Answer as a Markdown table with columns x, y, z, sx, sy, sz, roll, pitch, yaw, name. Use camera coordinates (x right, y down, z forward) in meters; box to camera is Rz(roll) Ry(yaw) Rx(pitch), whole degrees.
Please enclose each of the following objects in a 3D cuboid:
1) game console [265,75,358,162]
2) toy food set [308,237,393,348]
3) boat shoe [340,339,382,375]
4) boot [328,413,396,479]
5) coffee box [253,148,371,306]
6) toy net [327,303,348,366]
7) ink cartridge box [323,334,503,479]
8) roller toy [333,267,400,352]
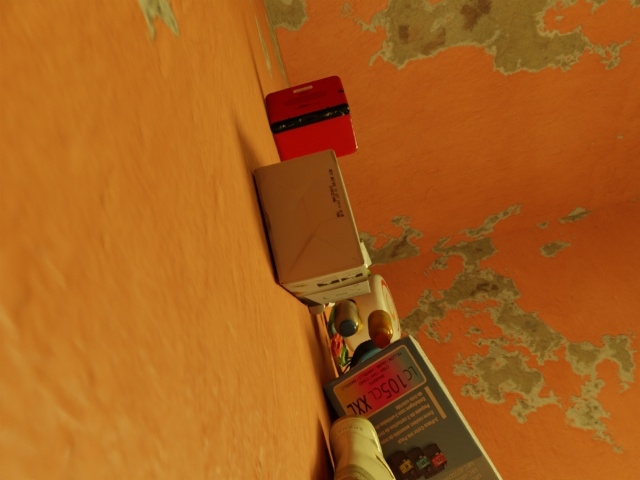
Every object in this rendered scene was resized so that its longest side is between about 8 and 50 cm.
| x | y | z | sx | sy | sz | roll | pitch | yaw | name |
| --- | --- | --- | --- | --- | --- | --- | --- | --- | --- |
| -0.017 | -0.216 | 0.995 | 0.085 | 0.143 | 0.124 | 71 | 5 | -61 | game console |
| 0.031 | 0.064 | 0.852 | 0.104 | 0.111 | 0.232 | -77 | 145 | -80 | toy food set |
| 0.084 | 0.279 | 1.110 | 0.089 | 0.108 | 0.258 | -111 | -161 | -45 | boat shoe |
| 0.060 | 0.309 | 0.566 | 0.165 | 0.077 | 0.213 | -44 | 114 | -87 | boot |
| 0.000 | 0.000 | 0.705 | 0.246 | 0.098 | 0.141 | 63 | 13 | -75 | coffee box |
| 0.016 | 0.128 | 0.988 | 0.232 | 0.045 | 0.122 | 69 | 34 | -44 | toy net |
| 0.183 | 0.348 | 0.796 | 0.396 | 0.151 | 0.270 | 57 | 3 | 17 | ink cartridge box |
| 0.117 | 0.197 | 1.436 | 0.209 | 0.146 | 0.191 | -89 | 157 | -56 | roller toy |
